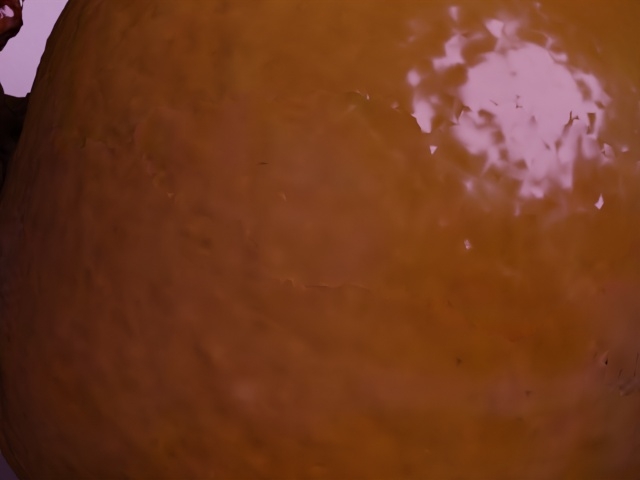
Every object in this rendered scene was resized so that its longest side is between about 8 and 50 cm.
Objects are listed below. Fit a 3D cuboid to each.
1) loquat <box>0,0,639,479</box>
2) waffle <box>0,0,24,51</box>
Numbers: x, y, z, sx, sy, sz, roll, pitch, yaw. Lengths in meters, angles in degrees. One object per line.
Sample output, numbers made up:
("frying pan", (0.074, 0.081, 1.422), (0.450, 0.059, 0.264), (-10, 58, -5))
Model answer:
("loquat", (0.000, 0.000, 0.558), (0.275, 0.275, 0.274), (31, 42, -33))
("waffle", (-0.190, -0.147, 0.547), (0.221, 0.055, 0.234), (49, 5, -10))
